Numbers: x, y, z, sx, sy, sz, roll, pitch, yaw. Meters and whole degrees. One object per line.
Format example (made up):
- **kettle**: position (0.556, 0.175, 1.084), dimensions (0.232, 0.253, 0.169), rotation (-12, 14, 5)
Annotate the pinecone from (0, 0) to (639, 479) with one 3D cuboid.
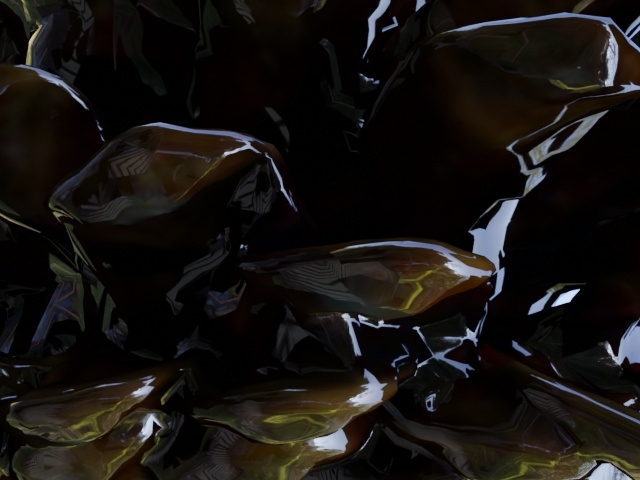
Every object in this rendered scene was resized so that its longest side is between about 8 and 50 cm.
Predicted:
- **pinecone**: position (0.000, 0.000, 0.509), dimensions (0.397, 0.397, 0.398), rotation (41, -34, 37)
